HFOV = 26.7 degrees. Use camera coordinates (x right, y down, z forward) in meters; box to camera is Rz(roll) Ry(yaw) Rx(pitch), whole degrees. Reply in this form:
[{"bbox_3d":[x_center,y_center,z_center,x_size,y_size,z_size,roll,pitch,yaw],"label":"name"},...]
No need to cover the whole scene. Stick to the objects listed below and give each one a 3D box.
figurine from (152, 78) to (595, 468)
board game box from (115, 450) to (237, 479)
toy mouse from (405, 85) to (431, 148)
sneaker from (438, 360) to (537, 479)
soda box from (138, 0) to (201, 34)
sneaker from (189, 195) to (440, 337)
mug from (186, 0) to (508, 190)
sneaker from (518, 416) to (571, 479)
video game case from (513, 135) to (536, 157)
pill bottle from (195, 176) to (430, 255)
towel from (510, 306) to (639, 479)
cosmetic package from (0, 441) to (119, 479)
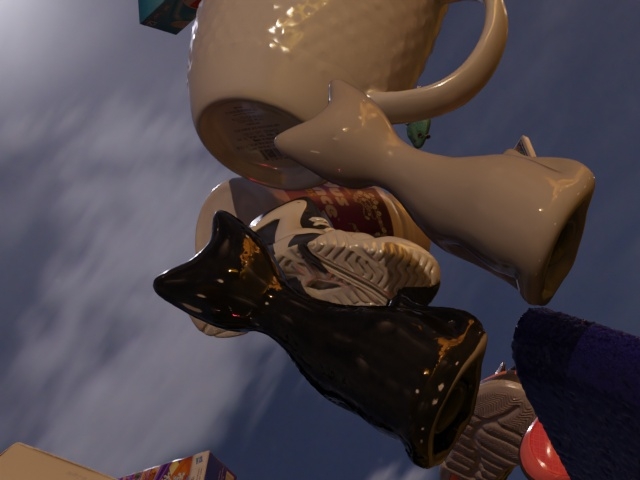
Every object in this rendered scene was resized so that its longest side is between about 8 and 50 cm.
[{"bbox_3d":[0.034,0.003,0.848,0.215,0.209,0.092,-52,-24,-25],"label":"figurine"},{"bbox_3d":[-0.263,0.500,1.995,0.078,0.233,0.347,50,-148,-34],"label":"board game box"},{"bbox_3d":[0.124,-0.192,2.071,0.143,0.161,0.031,-51,14,-25],"label":"toy mouse"},{"bbox_3d":[0.249,0.218,1.803,0.180,0.124,0.321,-55,-10,-31],"label":"sneaker"},{"bbox_3d":[-0.179,-0.378,1.921,0.067,0.071,0.210,12,-29,-36],"label":"soda box"},{"bbox_3d":[0.008,0.011,1.160,0.094,0.235,0.153,63,-146,-20],"label":"sneaker"},{"bbox_3d":[0.032,-0.232,1.542,0.328,0.374,0.276,-68,-31,-30],"label":"mug"},{"bbox_3d":[0.347,0.157,1.448,0.313,0.116,0.136,-29,-32,1],"label":"sneaker"},{"bbox_3d":[0.263,-0.075,1.871,0.122,0.011,0.087,-60,22,30],"label":"video game case"},{"bbox_3d":[0.000,0.000,1.756,0.301,0.169,0.169,-2,-58,-44],"label":"pill bottle"},{"bbox_3d":[0.266,0.155,0.879,0.076,0.308,0.228,-35,-68,-18],"label":"towel"},{"bbox_3d":[-0.258,0.373,1.351,0.113,0.160,0.309,-38,-46,-46],"label":"cosmetic package"}]
